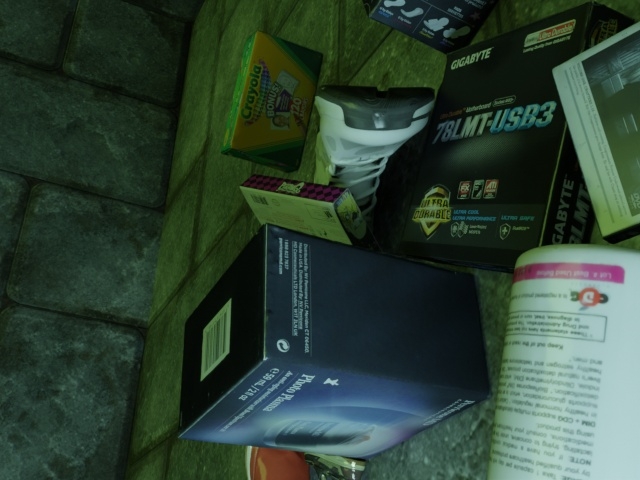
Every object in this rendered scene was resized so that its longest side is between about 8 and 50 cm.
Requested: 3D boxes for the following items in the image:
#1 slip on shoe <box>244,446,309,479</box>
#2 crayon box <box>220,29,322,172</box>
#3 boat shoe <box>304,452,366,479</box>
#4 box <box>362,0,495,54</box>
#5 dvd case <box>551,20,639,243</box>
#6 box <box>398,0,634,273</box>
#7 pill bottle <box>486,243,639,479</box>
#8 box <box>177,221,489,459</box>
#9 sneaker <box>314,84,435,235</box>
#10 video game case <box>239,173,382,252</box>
[{"bbox_3d":[-0.058,0.410,1.208,0.101,0.123,0.331,-8,73,54],"label":"slip on shoe"},{"bbox_3d":[-0.109,-0.309,1.698,0.081,0.166,0.278,-6,71,66],"label":"crayon box"},{"bbox_3d":[0.014,0.345,1.143,0.152,0.056,0.049,-22,51,63],"label":"boat shoe"},{"bbox_3d":[0.154,-0.424,1.152,0.142,0.164,0.247,-54,31,35],"label":"box"},{"bbox_3d":[0.320,-0.121,0.611,0.239,0.030,0.179,-27,59,37],"label":"dvd case"},{"bbox_3d":[0.223,-0.110,0.920,0.295,0.073,0.293,8,84,67],"label":"box"},{"bbox_3d":[0.225,0.156,0.625,0.160,0.161,0.282,-13,64,65],"label":"pill bottle"},{"bbox_3d":[0.006,0.150,0.971,0.296,0.294,0.182,-47,38,50],"label":"box"},{"bbox_3d":[0.069,-0.098,1.136,0.447,0.169,0.257,-111,22,-82],"label":"sneaker"},{"bbox_3d":[0.000,0.000,1.142,0.042,0.210,0.232,-45,33,-24],"label":"video game case"}]
